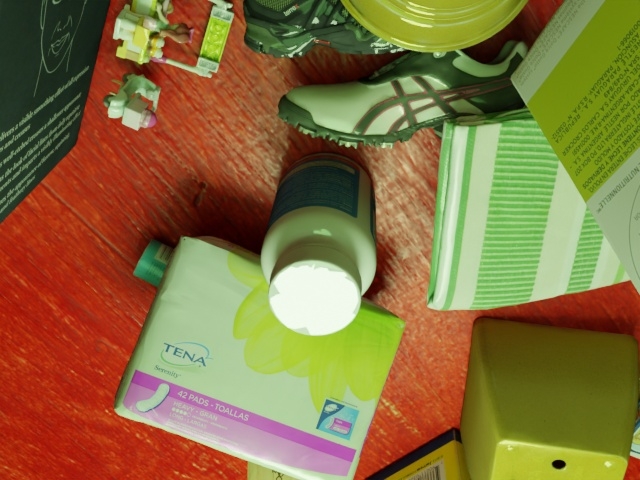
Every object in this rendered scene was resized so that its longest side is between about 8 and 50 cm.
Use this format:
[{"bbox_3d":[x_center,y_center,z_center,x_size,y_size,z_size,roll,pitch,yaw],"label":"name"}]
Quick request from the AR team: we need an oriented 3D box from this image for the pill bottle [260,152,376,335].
[{"bbox_3d":[0.000,0.000,0.740,0.124,0.221,0.124,2,120,4],"label":"pill bottle"}]

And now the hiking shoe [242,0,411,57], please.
[{"bbox_3d":[0.027,-0.249,0.671,0.227,0.086,0.114,-4,121,6],"label":"hiking shoe"}]

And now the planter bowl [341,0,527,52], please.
[{"bbox_3d":[0.111,-0.285,0.594,0.217,0.090,0.217,0,95,-2],"label":"planter bowl"}]

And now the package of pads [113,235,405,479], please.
[{"bbox_3d":[-0.068,0.140,0.808,0.296,0.101,0.229,21,82,-5],"label":"package of pads"}]

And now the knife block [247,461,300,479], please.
[{"bbox_3d":[-0.050,0.253,0.985,0.088,0.242,0.275,-1,165,6],"label":"knife block"}]

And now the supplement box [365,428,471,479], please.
[{"bbox_3d":[0.189,0.485,0.931,0.195,0.356,0.194,-39,110,23],"label":"supplement box"}]

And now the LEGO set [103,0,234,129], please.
[{"bbox_3d":[-0.137,-0.239,0.663,0.107,0.132,0.287,17,142,-12],"label":"LEGO set"}]

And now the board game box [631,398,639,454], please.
[{"bbox_3d":[0.524,0.257,0.898,0.201,0.035,0.136,16,130,3],"label":"board game box"}]

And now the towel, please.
[{"bbox_3d":[0.275,-0.042,0.741,0.325,0.038,0.248,-10,122,-16],"label":"towel"}]

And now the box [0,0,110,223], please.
[{"bbox_3d":[-0.327,-0.229,0.590,0.212,0.293,0.395,22,119,-9],"label":"box"}]

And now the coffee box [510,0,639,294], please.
[{"bbox_3d":[0.410,-0.109,0.463,0.337,0.334,0.338,5,139,-26],"label":"coffee box"}]

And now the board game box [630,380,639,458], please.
[{"bbox_3d":[0.525,0.279,0.974,0.259,0.039,0.124,23,119,-5],"label":"board game box"}]

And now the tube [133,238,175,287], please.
[{"bbox_3d":[-0.141,0.067,0.883,0.207,0.080,0.052,28,159,-9],"label":"tube"}]

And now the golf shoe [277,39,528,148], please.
[{"bbox_3d":[0.090,-0.161,0.719,0.273,0.105,0.120,1,113,-6],"label":"golf shoe"}]

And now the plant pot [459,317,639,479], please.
[{"bbox_3d":[0.294,0.251,0.867,0.212,0.187,0.212,6,121,10],"label":"plant pot"}]
